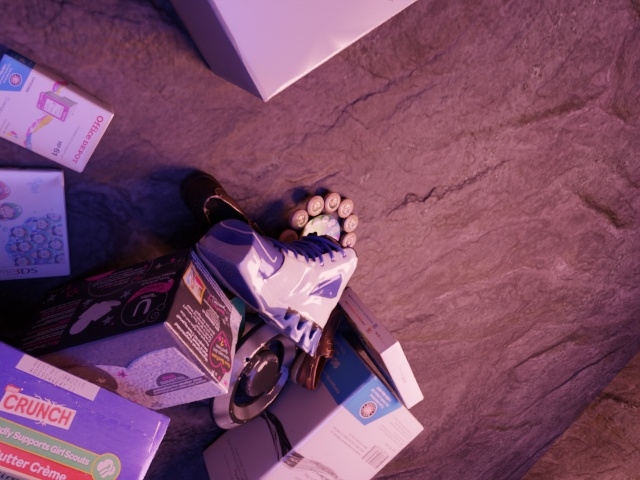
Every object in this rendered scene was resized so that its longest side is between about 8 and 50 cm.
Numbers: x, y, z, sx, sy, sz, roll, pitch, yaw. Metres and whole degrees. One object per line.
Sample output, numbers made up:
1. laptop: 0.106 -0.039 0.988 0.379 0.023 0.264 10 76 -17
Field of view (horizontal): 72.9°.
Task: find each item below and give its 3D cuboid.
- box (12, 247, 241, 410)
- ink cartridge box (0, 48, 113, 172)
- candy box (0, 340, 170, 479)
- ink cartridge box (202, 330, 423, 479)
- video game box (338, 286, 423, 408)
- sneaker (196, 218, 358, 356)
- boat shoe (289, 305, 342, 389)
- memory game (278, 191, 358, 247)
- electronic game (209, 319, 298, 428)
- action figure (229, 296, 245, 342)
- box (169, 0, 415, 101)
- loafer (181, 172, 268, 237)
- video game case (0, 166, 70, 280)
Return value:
1. box: -0.261 0.142 0.605 0.247 0.142 0.164 -15 127 13
2. ink cartridge box: -0.329 -0.152 0.522 0.122 0.052 0.089 27 100 -38
3. candy box: -0.391 0.265 0.542 0.268 0.122 0.317 36 126 -20
4. ink cartridge box: -0.009 0.442 0.955 0.395 0.166 0.286 -41 128 -5
5. video game box: 0.121 0.221 0.897 0.048 0.187 0.205 -34 127 -9
6. sneaker: -0.045 0.040 0.687 0.182 0.127 0.316 -53 143 -17
7. boat shoe: 0.004 0.219 0.886 0.178 0.060 0.064 -63 147 -10
8. memory game: 0.000 0.000 0.796 0.186 0.012 0.186 -21 125 -33
9. electronic game: -0.118 0.249 0.820 0.229 0.048 0.230 -38 141 -40
10. action figure: -0.192 0.200 0.786 0.137 0.063 0.233 -14 124 -24
11. box: 0.000 -0.343 0.502 0.345 0.215 0.168 -36 128 -7
12. loafer: -0.138 -0.006 0.693 0.080 0.078 0.220 -41 128 -4
13. video game case: -0.414 -0.019 0.567 0.143 0.019 0.158 -3 117 -29
